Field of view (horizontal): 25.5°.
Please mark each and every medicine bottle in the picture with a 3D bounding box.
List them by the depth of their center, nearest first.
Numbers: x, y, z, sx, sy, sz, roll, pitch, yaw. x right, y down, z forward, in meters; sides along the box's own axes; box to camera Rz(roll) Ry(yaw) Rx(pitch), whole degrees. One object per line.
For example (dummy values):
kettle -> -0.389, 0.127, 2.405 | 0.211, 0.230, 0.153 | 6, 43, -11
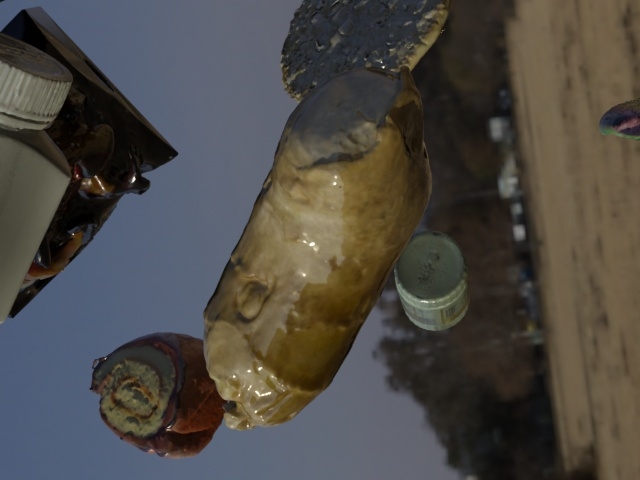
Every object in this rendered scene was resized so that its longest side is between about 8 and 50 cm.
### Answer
medicine bottle -> 0.071, 0.027, 0.894 | 0.083, 0.047, 0.047 | 64, -161, -73
medicine bottle -> -0.249, -0.048, 0.985 | 0.088, 0.132, 0.188 | 45, 112, 51

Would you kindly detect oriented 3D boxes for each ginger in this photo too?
ginger -> 0.000, 0.001, 0.623 | 0.190, 0.069, 0.095 | -64, -3, 26

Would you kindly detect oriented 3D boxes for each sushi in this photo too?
sushi -> -0.301, -0.074, 1.399 | 0.215, 0.227, 0.212 | 47, -173, -7

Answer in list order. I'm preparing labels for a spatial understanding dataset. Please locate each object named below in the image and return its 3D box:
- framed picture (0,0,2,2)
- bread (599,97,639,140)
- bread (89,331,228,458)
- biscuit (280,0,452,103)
framed picture -> -0.289, -0.287, 1.256 | 0.293, 0.018, 0.231 | -40, -17, -50
bread -> 0.383, -0.127, 1.378 | 0.228, 0.228, 0.033 | -58, -38, -78
bread -> -0.252, 0.234, 2.233 | 0.123, 0.244, 0.190 | 24, -96, -45
biscuit -> 0.032, -0.152, 0.992 | 0.020, 0.152, 0.152 | 36, -140, -40
